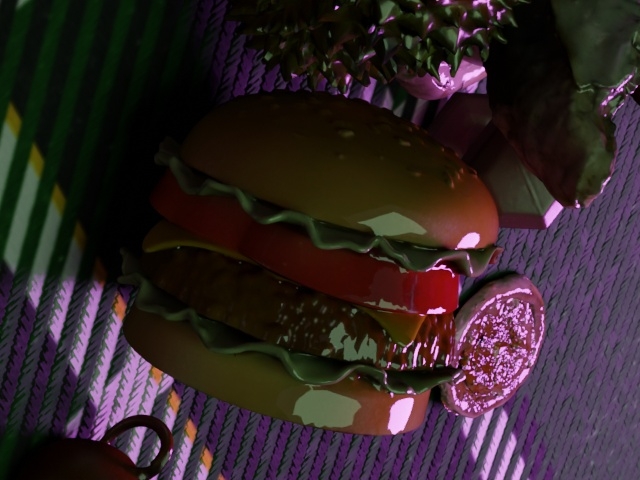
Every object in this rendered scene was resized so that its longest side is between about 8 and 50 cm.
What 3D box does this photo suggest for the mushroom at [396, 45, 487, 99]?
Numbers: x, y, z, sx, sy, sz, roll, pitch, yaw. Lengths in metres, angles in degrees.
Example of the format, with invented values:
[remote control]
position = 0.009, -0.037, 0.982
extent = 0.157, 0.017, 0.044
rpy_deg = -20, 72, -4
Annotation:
[mushroom]
position = 0.103, -0.179, 1.526
extent = 0.154, 0.122, 0.154
rpy_deg = -29, 139, -29

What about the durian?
[durian]
position = 0.030, -0.240, 1.322
extent = 0.258, 0.258, 0.293
rpy_deg = -44, 129, -19

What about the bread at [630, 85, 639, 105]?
[bread]
position = 0.364, -0.208, 1.780
extent = 0.232, 0.135, 0.247
rpy_deg = -52, 141, -10

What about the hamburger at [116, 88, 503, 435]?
[hamburger]
position = 0.000, 0.000, 1.408
extent = 0.274, 0.274, 0.212
rpy_deg = 5, 108, -49

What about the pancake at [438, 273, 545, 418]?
[pancake]
position = 0.163, 0.103, 1.849
extent = 0.151, 0.025, 0.152
rpy_deg = -28, 133, -36

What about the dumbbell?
[dumbbell]
position = 0.143, -0.067, 1.567
extent = 0.082, 0.231, 0.092
rpy_deg = -24, 102, -1

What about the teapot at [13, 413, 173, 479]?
[teapot]
position = -0.171, 0.209, 1.482
extent = 0.173, 0.116, 0.116
rpy_deg = -54, 142, -9

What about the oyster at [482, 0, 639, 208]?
[oyster]
position = 0.179, -0.188, 1.422
extent = 0.110, 0.166, 0.341
rpy_deg = 9, 83, -11
